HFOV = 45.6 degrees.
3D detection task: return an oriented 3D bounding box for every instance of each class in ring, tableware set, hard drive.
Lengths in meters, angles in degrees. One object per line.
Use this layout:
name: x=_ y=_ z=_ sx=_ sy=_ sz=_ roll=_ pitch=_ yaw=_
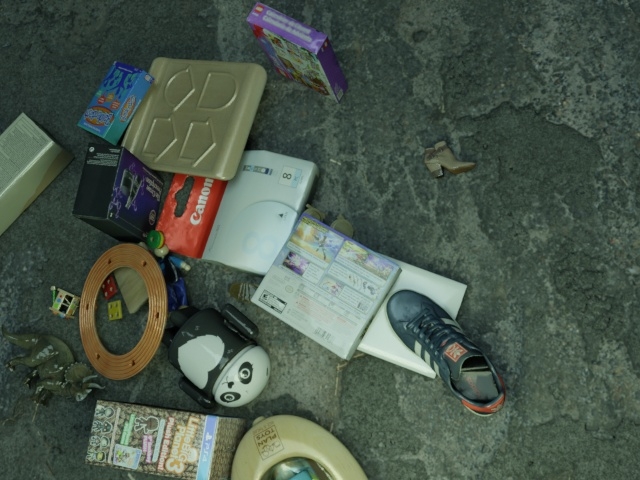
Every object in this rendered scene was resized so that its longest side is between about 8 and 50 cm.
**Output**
ring: x=-0.486 y=0.174 z=1.884 sx=0.336 sy=0.032 sz=0.337 roll=-6 pitch=80 yaw=37
tableware set: x=0.000 y=0.000 z=1.872 sx=0.141 sy=0.020 sz=0.169 roll=29 pitch=79 yaw=-20
hard drive: x=0.141 y=0.155 z=1.807 sx=0.353 sy=0.047 sz=0.233 roll=20 pitch=81 yaw=8

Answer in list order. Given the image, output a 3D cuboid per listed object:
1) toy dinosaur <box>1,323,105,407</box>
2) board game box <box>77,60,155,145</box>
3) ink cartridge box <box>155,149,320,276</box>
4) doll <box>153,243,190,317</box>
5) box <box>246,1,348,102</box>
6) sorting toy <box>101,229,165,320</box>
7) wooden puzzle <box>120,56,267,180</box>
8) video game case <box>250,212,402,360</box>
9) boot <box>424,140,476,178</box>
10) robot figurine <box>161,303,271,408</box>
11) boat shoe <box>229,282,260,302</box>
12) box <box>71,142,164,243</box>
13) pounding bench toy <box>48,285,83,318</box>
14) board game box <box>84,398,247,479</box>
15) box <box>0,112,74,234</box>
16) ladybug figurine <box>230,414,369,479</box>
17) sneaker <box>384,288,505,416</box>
toy dinosaur: x=-0.683 y=0.317 z=1.924 sx=0.160 sy=0.121 sz=0.313 roll=-40 pitch=68 yaw=-14
board game box: x=-0.554 y=-0.373 z=2.052 sx=0.160 sy=0.047 sz=0.210 roll=25 pitch=85 yaw=43
ink cartridge box: x=-0.227 y=-0.089 z=1.936 sx=0.385 sy=0.091 sz=0.308 roll=15 pitch=80 yaw=12
doll: x=-0.377 y=0.093 z=1.926 sx=0.129 sy=0.046 sz=0.189 roll=-28 pitch=75 yaw=31
box: x=-0.050 y=-0.460 z=1.890 sx=0.201 sy=0.293 sz=0.057 roll=29 pitch=85 yaw=16
sorting toy: x=-0.457 y=0.100 z=1.926 sx=0.274 sy=0.046 sz=0.132 roll=-41 pitch=64 yaw=28
wooden puzzle: x=-0.328 y=-0.319 z=2.001 sx=0.347 sy=0.080 sz=0.322 roll=11 pitch=77 yaw=24
video game case: x=0.013 y=0.104 z=1.761 sx=0.269 sy=0.061 sz=0.244 roll=30 pitch=87 yaw=19
boot: x=0.317 y=-0.206 z=1.889 sx=0.118 sy=0.042 sz=0.087 roll=-14 pitch=72 yaw=6
robot figurine: x=-0.249 y=0.272 z=1.803 sx=0.278 sy=0.209 sz=0.173 roll=36 pitch=55 yaw=17
boat shoe: x=-0.157 y=0.133 z=1.890 sx=0.135 sy=0.045 sz=0.050 roll=9 pitch=86 yaw=9
box: x=-0.498 y=-0.110 z=1.903 sx=0.103 sy=0.261 sz=0.184 roll=9 pitch=78 yaw=13
pounding bench toy: x=-0.675 y=0.161 z=1.977 sx=0.083 sy=0.052 sz=0.065 roll=22 pitch=81 yaw=15
board game box: x=-0.345 y=0.458 z=1.746 sx=0.291 sy=0.232 sz=0.141 roll=5 pitch=77 yaw=11
box: x=-0.840 y=-0.174 z=2.057 sx=0.148 sy=0.121 sz=0.311 roll=43 pitch=87 yaw=17
ladybug figurine: x=-0.025 y=0.592 z=1.688 sx=0.305 sy=0.162 sz=0.449 roll=-29 pitch=73 yaw=3
sneaker: x=0.281 y=0.236 z=1.680 sx=0.131 sy=0.148 sz=0.350 roll=-44 pitch=79 yaw=-5
